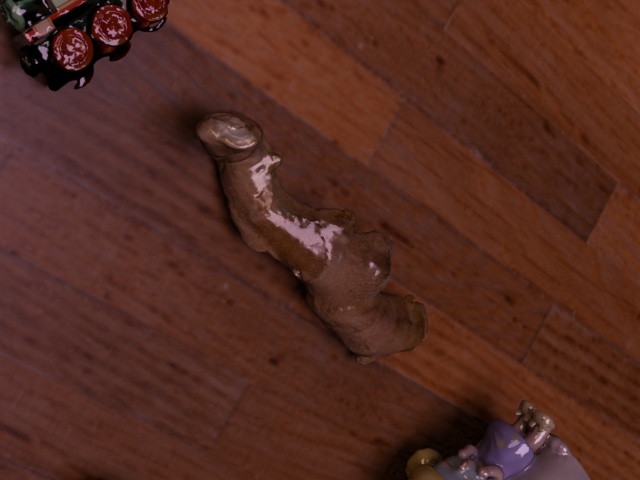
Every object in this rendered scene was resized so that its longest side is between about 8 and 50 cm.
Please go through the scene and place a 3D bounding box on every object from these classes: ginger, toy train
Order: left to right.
[{"bbox_3d":[-0.099,-0.190,0.765,0.249,0.053,0.085,-40,111,-19],"label":"toy train"},{"bbox_3d":[0.000,0.000,0.863,0.089,0.075,0.288,-35,125,4],"label":"ginger"}]

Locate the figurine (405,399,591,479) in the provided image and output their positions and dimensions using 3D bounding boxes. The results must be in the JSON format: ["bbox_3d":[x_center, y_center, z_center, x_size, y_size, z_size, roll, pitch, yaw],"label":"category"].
[{"bbox_3d":[0.112,0.255,0.967,0.235,0.127,0.155,-35,137,-18],"label":"figurine"}]
